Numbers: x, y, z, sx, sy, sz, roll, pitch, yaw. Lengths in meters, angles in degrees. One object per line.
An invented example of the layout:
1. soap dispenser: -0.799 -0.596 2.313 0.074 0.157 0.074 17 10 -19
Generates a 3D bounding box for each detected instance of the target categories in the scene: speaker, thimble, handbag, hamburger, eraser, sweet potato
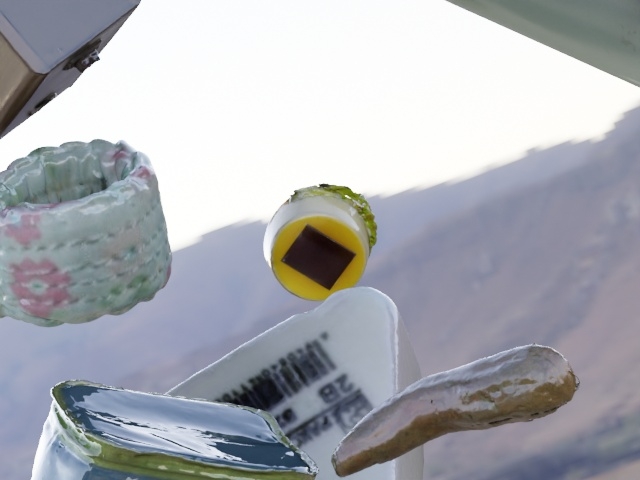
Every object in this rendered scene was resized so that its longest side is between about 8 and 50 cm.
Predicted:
1. speaker: -0.317 -0.223 1.974 0.153 0.192 0.231 -42 4 -31
2. thimble: -0.261 -0.006 2.029 0.211 0.149 0.185 -22 30 -29
3. handbag: -0.148 0.279 1.777 0.263 0.241 0.222 9 11 -23
4. hamburger: 0.000 0.000 2.253 0.126 0.141 0.081 15 23 -8
5. eraser: -0.002 0.201 2.109 0.331 0.331 0.150 -21 -40 0
6. sweet potato: 0.116 0.146 1.710 0.233 0.062 0.081 -21 8 16

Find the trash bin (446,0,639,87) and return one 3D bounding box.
1. trash bin: 0.332 -0.290 1.951 0.432 0.280 0.280 22 -1 5
